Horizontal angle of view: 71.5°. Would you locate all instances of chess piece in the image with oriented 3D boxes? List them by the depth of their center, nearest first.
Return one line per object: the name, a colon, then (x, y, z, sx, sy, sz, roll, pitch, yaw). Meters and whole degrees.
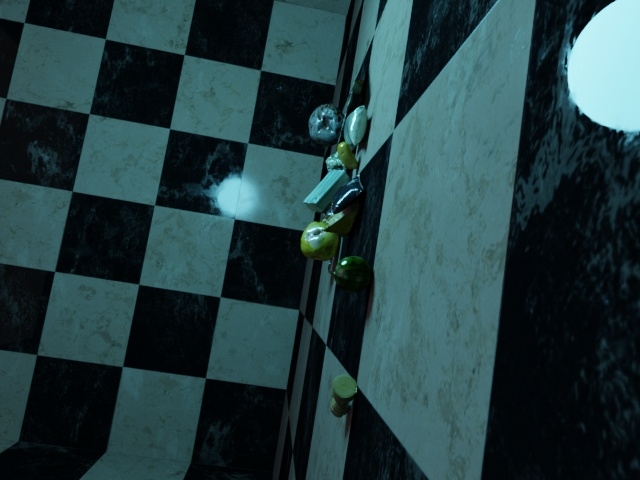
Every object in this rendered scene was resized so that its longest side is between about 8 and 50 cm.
chess piece: (0.053, 0.402, 1.131, 0.066, 0.066, 0.122, -86, 3, -49)

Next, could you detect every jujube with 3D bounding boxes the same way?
jujube: (0.038, -0.643, 2.502, 0.317, 0.226, 0.226, -78, -2, -82)

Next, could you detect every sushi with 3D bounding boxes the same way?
sushi: (0.150, -0.570, 1.910, 0.339, 0.068, 0.320, -78, 3, -48)

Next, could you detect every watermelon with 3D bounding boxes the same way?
watermelon: (0.080, 0.090, 1.157, 0.109, 0.109, 0.109, -170, 90, -85)

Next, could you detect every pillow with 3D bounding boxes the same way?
pillow: (0.094, -0.161, 1.545, 0.141, 0.055, 0.208, -44, 13, 13)
pillow: (0.131, -0.419, 1.702, 0.254, 0.078, 0.144, -117, 32, -84)

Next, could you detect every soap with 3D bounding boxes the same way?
soap: (0.029, -0.210, 1.873, 0.198, 0.063, 0.114, -49, 27, -14)

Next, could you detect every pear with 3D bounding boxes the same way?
pear: (0.000, 0.000, 1.900, 0.178, 0.178, 0.178, -170, 90, -85)

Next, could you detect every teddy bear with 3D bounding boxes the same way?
teddy bear: (0.072, -0.330, 2.023, 0.213, 0.111, 0.133, 110, 172, -58)

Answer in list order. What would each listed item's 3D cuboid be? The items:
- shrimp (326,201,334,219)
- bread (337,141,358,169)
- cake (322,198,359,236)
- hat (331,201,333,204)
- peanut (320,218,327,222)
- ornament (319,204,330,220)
shrimp: (0.073, -0.142, 1.878, 0.233, 0.079, 0.090, -74, -18, -58)
bread: (0.100, -0.322, 1.716, 0.115, 0.056, 0.082, 58, -178, -21)
cake: (0.072, -0.090, 1.599, 0.185, 0.116, 0.080, 99, 180, -60)
hat: (0.049, -0.276, 2.354, 0.193, 0.082, 0.193, -172, 90, -86)
peanut: (0.025, -0.007, 2.067, 0.087, 0.087, 0.207, 132, 148, -81)
ornament: (0.038, -0.130, 1.981, 0.081, 0.074, 0.156, 62, -166, 24)
